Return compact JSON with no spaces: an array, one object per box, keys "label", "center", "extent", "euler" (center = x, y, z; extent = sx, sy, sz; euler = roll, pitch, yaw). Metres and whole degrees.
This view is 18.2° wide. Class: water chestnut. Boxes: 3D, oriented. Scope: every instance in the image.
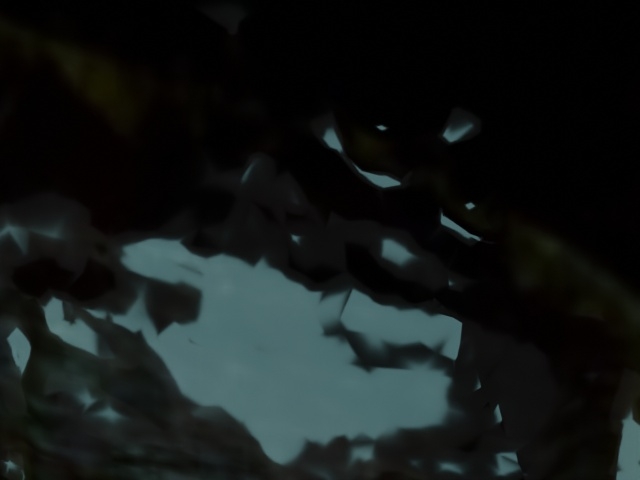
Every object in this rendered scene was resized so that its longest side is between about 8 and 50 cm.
[{"label":"water chestnut","center":[0.000,0.000,0.502],"extent":[0.335,0.335,0.347],"euler":[16,102,5]}]
